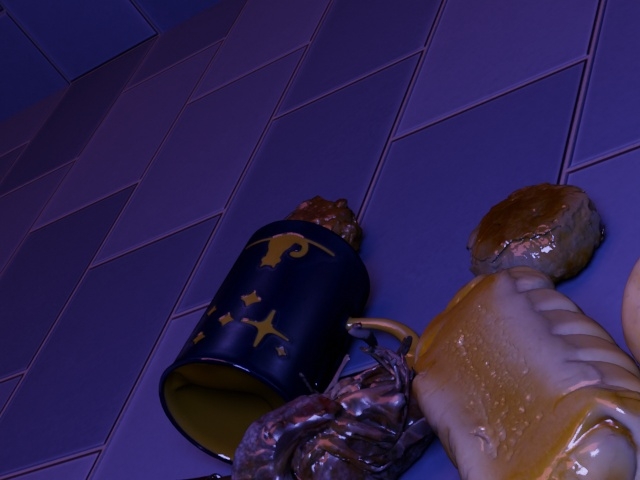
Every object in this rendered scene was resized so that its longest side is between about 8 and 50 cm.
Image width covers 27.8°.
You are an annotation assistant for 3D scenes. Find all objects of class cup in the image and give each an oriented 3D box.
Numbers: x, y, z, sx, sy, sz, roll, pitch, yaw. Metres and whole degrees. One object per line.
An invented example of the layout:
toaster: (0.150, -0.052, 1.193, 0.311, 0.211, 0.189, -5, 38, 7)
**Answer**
cup: (-0.016, 0.128, 1.488, 0.256, 0.255, 0.178, -61, -5, -42)

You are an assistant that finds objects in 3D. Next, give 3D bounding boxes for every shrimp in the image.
shrimp: (0.058, 0.164, 1.306, 0.343, 0.145, 0.116, -34, -13, -12)

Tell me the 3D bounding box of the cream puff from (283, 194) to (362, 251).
cream puff: (0.000, 0.000, 1.705, 0.122, 0.094, 0.116, 10, 54, 30)

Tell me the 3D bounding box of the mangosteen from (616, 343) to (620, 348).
mangosteen: (0.231, 0.106, 1.219, 0.081, 0.081, 0.081, -31, 26, 17)

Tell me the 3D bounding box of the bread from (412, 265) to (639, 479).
bread: (0.180, 0.136, 1.073, 0.173, 0.121, 0.311, -50, 25, 13)

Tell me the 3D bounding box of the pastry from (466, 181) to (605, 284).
pastry: (0.230, -0.004, 1.398, 0.153, 0.081, 0.153, -35, 22, 17)

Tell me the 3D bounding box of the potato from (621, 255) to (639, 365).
potato: (0.343, 0.061, 1.004, 0.234, 0.146, 0.150, -5, 48, -11)

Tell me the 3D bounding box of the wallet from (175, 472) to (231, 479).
wallet: (-0.169, 0.323, 1.463, 0.255, 0.031, 0.137, -15, 35, 42)
